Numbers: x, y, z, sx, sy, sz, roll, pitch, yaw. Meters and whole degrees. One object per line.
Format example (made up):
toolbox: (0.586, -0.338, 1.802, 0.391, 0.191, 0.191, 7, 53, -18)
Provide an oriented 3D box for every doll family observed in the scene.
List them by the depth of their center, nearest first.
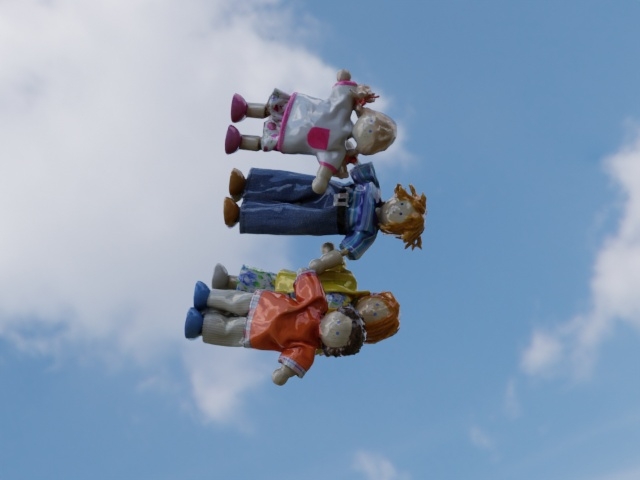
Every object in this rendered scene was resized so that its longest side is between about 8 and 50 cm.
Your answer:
doll family: (0.000, 0.000, 1.071, 0.163, 0.263, 0.118, 6, -19, 10)
